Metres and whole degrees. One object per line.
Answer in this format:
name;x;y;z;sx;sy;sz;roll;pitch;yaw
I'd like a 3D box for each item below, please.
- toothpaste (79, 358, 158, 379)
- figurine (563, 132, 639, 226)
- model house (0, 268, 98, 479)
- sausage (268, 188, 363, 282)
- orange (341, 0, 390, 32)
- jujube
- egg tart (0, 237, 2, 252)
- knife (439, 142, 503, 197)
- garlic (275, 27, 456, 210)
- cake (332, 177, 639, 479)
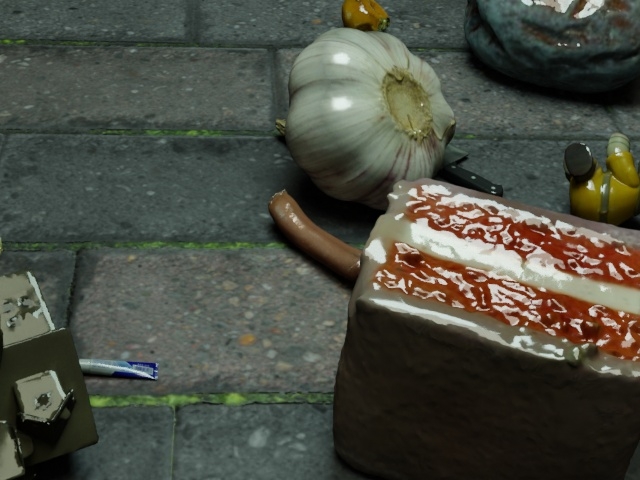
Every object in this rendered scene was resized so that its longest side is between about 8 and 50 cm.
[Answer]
toothpaste;-0.213;0.136;1.157;0.083;0.015;0.024;4;37;-9
figurine;0.435;-0.065;1.353;0.257;0.192;0.167;-13;64;15
model house;-0.316;0.162;0.991;0.211;0.204;0.243;-17;60;-24
sausage;0.001;0.000;1.318;0.177;0.047;0.040;36;32;32
orange;0.067;-0.356;1.754;0.086;0.062;0.086;38;28;-25
jujube;0.377;-0.348;1.651;0.308;0.215;0.246;5;39;-1
egg tart;-0.418;0.013;1.269;0.105;0.039;0.105;2;39;-2
knife;0.164;-0.119;1.505;0.072;0.019;0.245;-28;47;-35
garlic;0.029;-0.155;1.433;0.253;0.245;0.245;-10;20;48
cake;0.173;0.105;1.066;0.309;0.230;0.237;14;37;14
